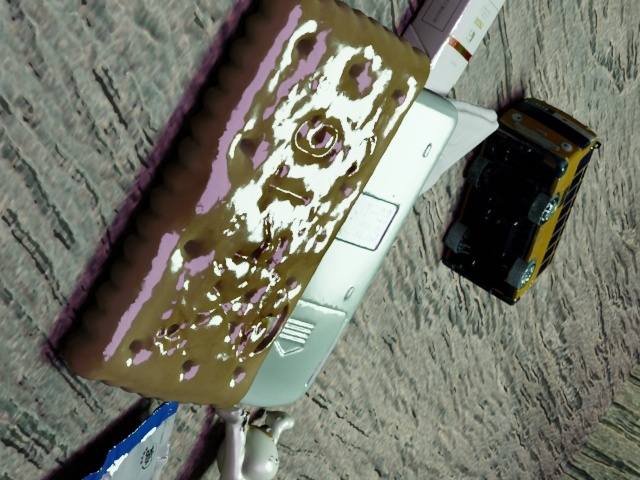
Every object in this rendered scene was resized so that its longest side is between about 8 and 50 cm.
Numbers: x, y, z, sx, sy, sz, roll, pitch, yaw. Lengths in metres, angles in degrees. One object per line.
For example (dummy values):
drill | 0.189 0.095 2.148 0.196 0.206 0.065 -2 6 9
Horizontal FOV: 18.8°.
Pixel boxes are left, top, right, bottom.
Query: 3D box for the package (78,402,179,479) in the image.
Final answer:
package | -0.178 0.221 1.547 0.171 0.027 0.173 -39 159 -43

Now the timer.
timer | -0.090 0.278 1.728 0.175 0.175 0.266 24 80 -71

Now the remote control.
remote control | 0.000 0.000 1.561 0.140 0.056 0.296 19 104 -49

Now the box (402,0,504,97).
box | 0.119 -0.195 1.616 0.154 0.040 0.084 -58 164 3

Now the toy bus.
toy bus | 0.208 -0.045 1.976 0.114 0.098 0.201 -41 155 -42

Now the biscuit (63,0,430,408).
biscuit | -0.045 -0.023 1.410 0.325 0.044 0.217 -60 148 6

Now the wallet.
wallet | 0.091 -0.076 1.696 0.124 0.032 0.183 -41 165 15
